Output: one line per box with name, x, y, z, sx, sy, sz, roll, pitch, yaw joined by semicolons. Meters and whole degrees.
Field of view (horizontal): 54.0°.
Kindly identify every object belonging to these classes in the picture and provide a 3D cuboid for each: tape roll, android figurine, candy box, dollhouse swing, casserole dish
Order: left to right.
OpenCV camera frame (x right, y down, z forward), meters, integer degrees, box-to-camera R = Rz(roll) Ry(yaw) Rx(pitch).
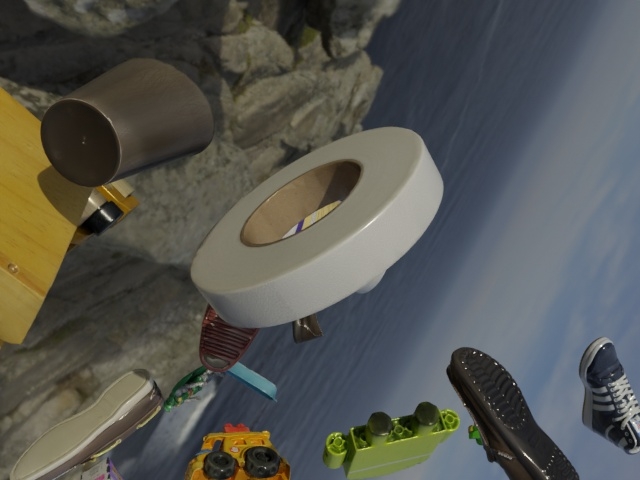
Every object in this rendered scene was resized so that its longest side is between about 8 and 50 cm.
dollhouse swing;-0.563;0.001;1.018;0.305;0.315;0.346;-31;-146;19
candy box;-0.417;0.560;1.279;0.070;0.164;0.196;-31;-166;-15
casserole dish;-0.192;0.382;1.729;0.037;0.188;0.114;-57;177;-20
tape roll;-0.012;-0.031;0.921;0.392;0.392;0.072;-52;121;-35
android figurine;0.127;0.368;1.139;0.272;0.248;0.056;95;-18;-55

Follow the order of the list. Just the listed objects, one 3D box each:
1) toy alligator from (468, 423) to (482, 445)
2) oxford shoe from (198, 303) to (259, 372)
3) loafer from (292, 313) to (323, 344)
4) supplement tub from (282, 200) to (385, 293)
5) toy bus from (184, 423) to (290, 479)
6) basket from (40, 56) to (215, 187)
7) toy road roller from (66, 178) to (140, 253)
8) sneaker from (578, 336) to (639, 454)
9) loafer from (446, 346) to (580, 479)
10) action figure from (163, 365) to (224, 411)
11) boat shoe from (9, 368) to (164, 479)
toy alligator;0.420;0.460;1.561;0.056;0.051;0.190;-21;-179;40
oxford shoe;-0.195;0.147;1.420;0.130;0.123;0.348;-45;-158;52
loafer;-0.026;0.124;1.431;0.080;0.078;0.220;-100;-172;-88
supplement tub;0.000;0.000;1.692;0.241;0.331;0.241;-43;-145;42
toy bus;-0.203;0.489;1.385;0.220;0.211;0.149;7;112;-26
basket;-0.297;-0.176;0.956;0.154;0.204;0.227;-61;179;29
toy road roller;-0.672;-0.086;1.732;0.241;0.202;0.329;-41;-169;9
sneaker;0.668;0.353;1.399;0.099;0.153;0.282;-25;121;-17
loafer;0.362;0.390;1.272;0.134;0.366;0.130;-15;157;-48
action figure;-0.368;0.424;1.819;0.232;0.063;0.137;-32;150;-47
boat shoe;-0.472;0.404;1.301;0.324;0.117;0.096;-38;128;-26
